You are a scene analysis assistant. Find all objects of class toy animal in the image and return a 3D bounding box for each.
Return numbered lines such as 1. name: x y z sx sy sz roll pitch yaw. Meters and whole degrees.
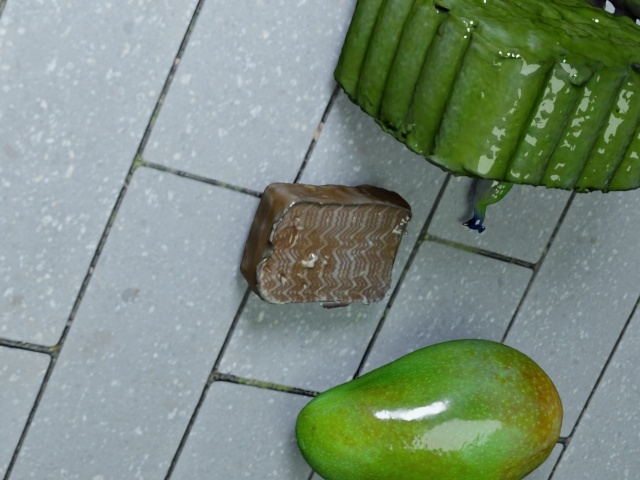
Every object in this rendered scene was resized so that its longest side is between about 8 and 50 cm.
1. toy animal: 0.241 -0.114 2.059 0.075 0.041 0.217 25 96 -40

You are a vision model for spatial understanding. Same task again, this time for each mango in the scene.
1. mango: 0.149 0.242 2.092 0.382 0.201 0.225 -2 138 -20

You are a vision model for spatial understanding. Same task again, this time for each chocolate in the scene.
1. chocolate: 0.000 0.000 1.932 0.214 0.093 0.148 4 111 -34

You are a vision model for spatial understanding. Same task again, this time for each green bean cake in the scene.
1. green bean cake: 0.222 -0.203 1.809 0.319 0.335 0.218 1 115 -37
